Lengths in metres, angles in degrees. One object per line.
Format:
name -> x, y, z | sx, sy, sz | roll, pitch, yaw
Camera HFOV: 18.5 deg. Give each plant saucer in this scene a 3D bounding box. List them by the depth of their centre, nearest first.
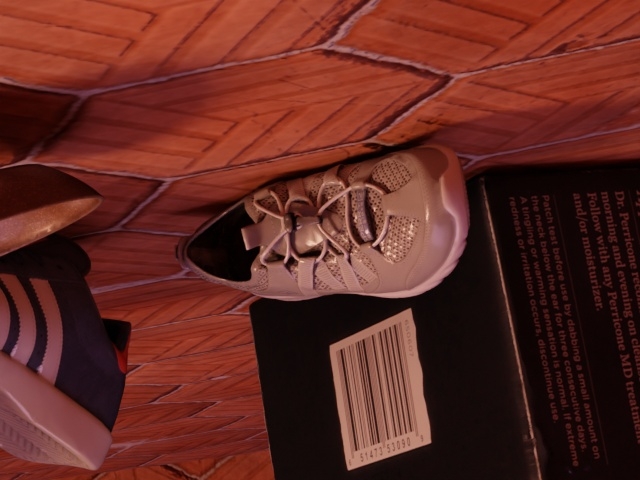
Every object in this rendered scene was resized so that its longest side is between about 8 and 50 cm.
plant saucer -> -0.229, -0.004, 1.189 | 0.199, 0.036, 0.198 | -21, 177, -1

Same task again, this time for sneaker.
sneaker -> -0.252, 0.036, 1.442 | 0.131, 0.148, 0.350 | 6, 154, 28
sneaker -> 0.000, 0.000, 1.457 | 0.115, 0.105, 0.281 | -1, 167, -38

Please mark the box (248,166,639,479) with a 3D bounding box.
box -> 0.253, 0.126, 1.825 | 0.472, 0.297, 0.480 | -2, 167, -27
